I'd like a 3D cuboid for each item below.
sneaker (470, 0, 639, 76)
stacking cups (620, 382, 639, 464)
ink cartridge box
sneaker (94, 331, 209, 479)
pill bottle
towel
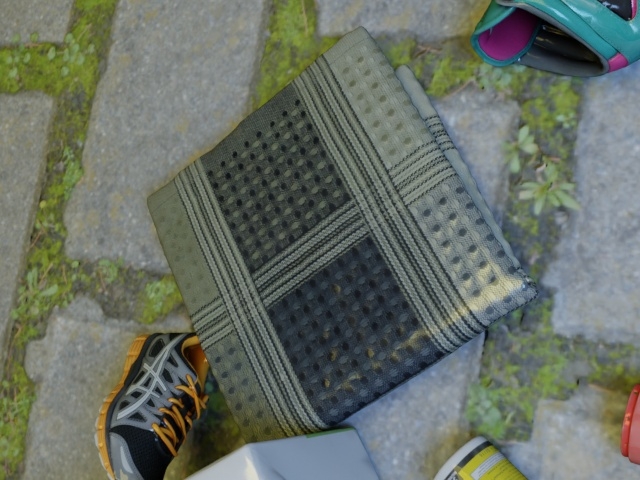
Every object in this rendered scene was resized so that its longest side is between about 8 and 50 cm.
[{"bbox_3d":[0.181,-0.244,0.736,0.178,0.124,0.295,-45,65,3],"label":"sneaker"},{"bbox_3d":[0.367,0.160,0.570,0.316,0.096,0.096,9,85,28],"label":"stacking cups"},{"bbox_3d":[-0.127,0.295,0.740,0.353,0.207,0.119,-32,70,19],"label":"ink cartridge box"},{"bbox_3d":[-0.149,0.157,0.806,0.083,0.084,0.215,-15,35,12],"label":"sneaker"},{"bbox_3d":[0.150,0.220,0.691,0.116,0.065,0.065,43,101,27],"label":"pill bottle"},{"bbox_3d":[0.000,0.000,0.813,0.312,0.056,0.324,-36,63,19],"label":"towel"}]
